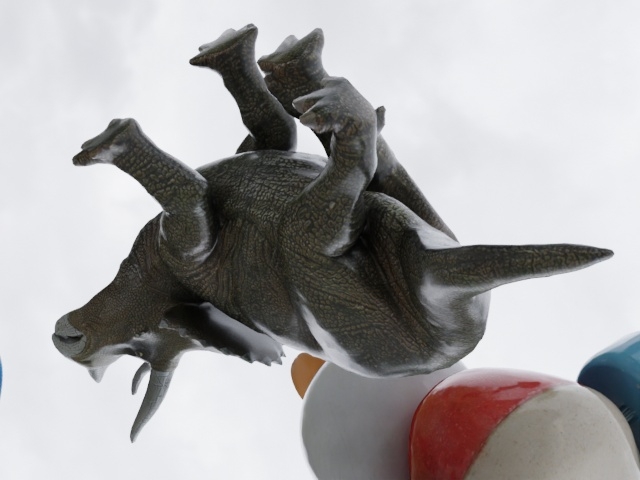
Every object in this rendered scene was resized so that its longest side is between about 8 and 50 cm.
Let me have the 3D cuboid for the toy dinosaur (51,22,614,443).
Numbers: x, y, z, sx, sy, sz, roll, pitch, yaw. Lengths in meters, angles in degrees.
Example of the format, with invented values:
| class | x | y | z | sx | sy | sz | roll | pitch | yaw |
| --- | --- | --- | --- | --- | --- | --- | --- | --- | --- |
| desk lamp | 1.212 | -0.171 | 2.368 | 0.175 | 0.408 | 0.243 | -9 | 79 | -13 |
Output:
| class | x | y | z | sx | sy | sz | roll | pitch | yaw |
| --- | --- | --- | --- | --- | --- | --- | --- | --- | --- |
| toy dinosaur | 0.000 | 0.000 | 0.452 | 0.313 | 0.121 | 0.160 | -2 | -51 | 41 |

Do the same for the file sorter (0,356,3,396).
| class | x | y | z | sx | sy | sz | roll | pitch | yaw |
| --- | --- | --- | --- | --- | --- | --- | --- | --- | --- |
| file sorter | -0.326 | 0.113 | 0.766 | 0.105 | 0.170 | 0.118 | 94 | -7 | -48 |

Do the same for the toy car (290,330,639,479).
| class | x | y | z | sx | sy | sz | roll | pitch | yaw |
| --- | --- | --- | --- | --- | --- | --- | --- | --- | --- |
| toy car | 0.065 | 0.140 | 0.616 | 0.238 | 0.219 | 0.210 | 28 | -44 | 48 |
